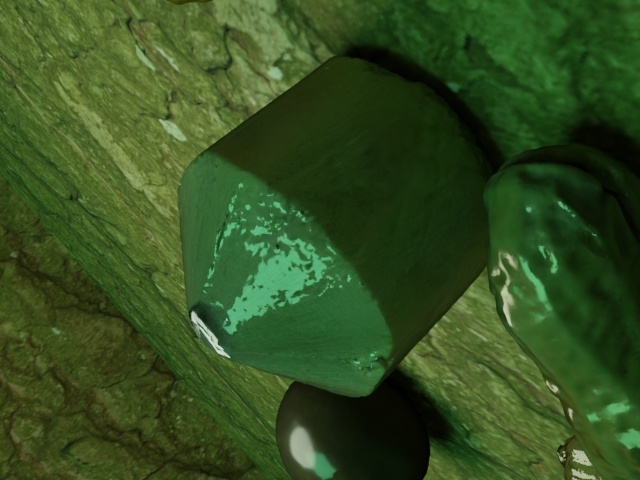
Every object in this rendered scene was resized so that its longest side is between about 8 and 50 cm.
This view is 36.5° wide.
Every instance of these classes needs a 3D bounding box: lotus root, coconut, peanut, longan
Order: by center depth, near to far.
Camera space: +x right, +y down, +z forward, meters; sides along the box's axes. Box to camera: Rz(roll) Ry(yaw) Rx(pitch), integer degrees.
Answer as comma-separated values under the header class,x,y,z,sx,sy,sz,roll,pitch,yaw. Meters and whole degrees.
class,x,y,z,sx,sy,sz,roll,pitch,yaw
peanut,0.201,0.062,0.655,0.290,0.130,0.130,54,159,-19
coconut,0.000,0.000,0.764,0.239,0.244,0.239,37,156,20
lotus root,0.266,0.211,0.887,0.152,0.063,0.072,-171,81,-65
longan,0.037,0.256,1.259,0.212,0.198,0.198,34,156,30

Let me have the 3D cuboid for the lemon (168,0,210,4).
class,x,y,z,sx,sy,sz,roll,pitch,yaw
lemon,-0.080,-0.244,0.556,0.192,0.192,0.231,33,157,33
